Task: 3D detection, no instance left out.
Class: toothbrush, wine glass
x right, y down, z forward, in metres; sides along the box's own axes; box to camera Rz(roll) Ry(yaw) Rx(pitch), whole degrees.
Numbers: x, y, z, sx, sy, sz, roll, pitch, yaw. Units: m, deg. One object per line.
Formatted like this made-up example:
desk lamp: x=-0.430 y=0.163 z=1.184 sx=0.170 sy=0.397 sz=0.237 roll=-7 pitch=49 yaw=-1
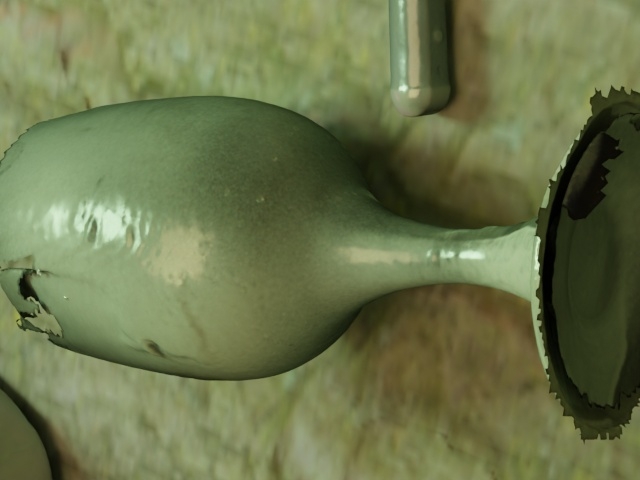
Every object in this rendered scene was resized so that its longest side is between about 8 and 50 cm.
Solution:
toothbrush: x=0.035 y=-0.225 z=0.811 sx=0.030 sy=0.025 sz=0.342 roll=3 pitch=101 yaw=41
wine glass: x=0.000 y=0.000 z=0.812 sx=0.321 sy=0.143 sz=0.143 roll=5 pitch=102 yaw=37

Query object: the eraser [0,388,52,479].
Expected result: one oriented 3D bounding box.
eraser: x=-0.342 y=0.102 z=1.071 sx=0.331 sy=0.150 sz=0.331 roll=10 pitch=107 yaw=33
